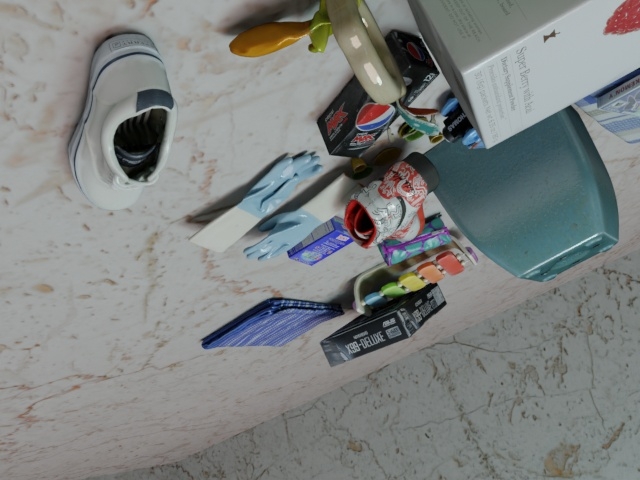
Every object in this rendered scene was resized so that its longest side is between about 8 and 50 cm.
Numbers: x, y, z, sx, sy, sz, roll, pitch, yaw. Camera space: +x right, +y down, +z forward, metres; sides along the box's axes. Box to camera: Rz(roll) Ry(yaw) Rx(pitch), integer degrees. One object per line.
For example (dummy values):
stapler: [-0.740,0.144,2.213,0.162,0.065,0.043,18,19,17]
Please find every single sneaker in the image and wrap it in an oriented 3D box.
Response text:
sneaker: [0.104,-0.038,1.016,0.145,0.090,0.270,-35,164,-13]
sneaker: [-0.210,-0.091,0.639,0.094,0.091,0.258,-11,156,-26]

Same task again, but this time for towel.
towel: [0.561,-0.232,1.005,0.285,0.034,0.209,14,163,-41]
towel: [-0.111,0.223,1.542,0.243,0.040,0.336,-32,157,24]

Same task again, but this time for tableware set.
tableware set: [0.115,-0.140,0.934,0.154,0.024,0.104,-24,159,3]

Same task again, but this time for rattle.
rattle: [0.027,-0.160,0.636,0.142,0.130,0.199,-36,145,9]

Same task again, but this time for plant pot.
plant pot: [0.360,-0.073,1.019,0.247,0.252,0.247,-35,156,27]

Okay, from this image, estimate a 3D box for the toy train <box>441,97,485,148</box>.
toy train: [0.251,-0.203,0.852,0.105,0.080,0.184,-14,156,-45]

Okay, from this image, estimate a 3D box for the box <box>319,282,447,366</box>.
box: [0.174,0.217,1.607,0.242,0.077,0.307,-27,176,31]

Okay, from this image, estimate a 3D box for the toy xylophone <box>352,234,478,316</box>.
toy xylophone: [0.234,0.086,1.498,0.322,0.081,0.236,-31,157,20]

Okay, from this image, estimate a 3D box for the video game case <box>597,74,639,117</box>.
video game case: [0.562,-0.223,0.911,0.201,0.023,0.183,7,167,-15]

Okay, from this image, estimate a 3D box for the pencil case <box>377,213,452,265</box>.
pencil case: [0.198,0.001,1.288,0.151,0.065,0.070,-21,174,-4]

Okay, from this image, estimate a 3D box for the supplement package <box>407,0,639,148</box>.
supplement package: [0.243,-0.256,0.579,0.292,0.175,0.177,-28,157,14]

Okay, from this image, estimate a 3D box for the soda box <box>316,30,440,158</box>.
soda box: [0.067,-0.175,0.755,0.053,0.060,0.169,0,149,-38]

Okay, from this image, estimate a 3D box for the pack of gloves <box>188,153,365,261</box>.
pack of gloves: [-0.067,-0.055,0.956,0.232,0.046,0.195,-37,149,18]

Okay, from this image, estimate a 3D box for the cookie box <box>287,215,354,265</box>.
cookie box: [0.000,0.000,1.125,0.107,0.040,0.092,-30,157,19]
